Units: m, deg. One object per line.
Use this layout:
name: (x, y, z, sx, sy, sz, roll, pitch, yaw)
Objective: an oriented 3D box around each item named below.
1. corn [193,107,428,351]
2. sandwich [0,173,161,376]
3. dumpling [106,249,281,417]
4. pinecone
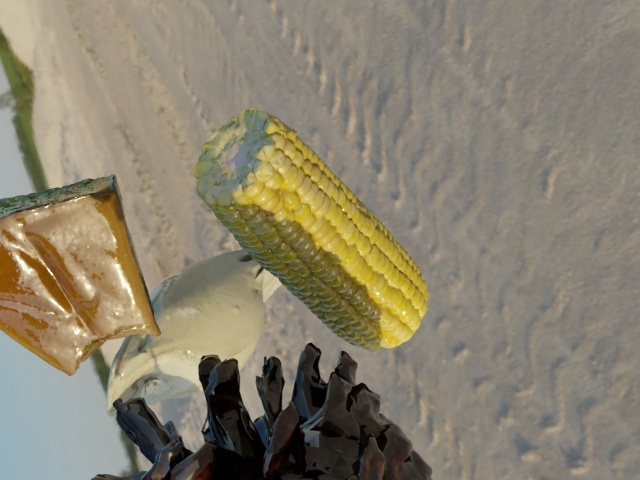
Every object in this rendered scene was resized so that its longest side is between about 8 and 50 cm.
corn: (0.000, 0.000, 0.689, 0.244, 0.093, 0.093, 47, -177, -40)
sandwich: (-0.319, 0.057, 0.991, 0.063, 0.245, 0.212, -111, 8, -70)
dumpling: (-0.194, 0.155, 1.331, 0.260, 0.181, 0.341, -59, 7, 45)
pinecone: (-0.028, 0.212, 0.544, 0.296, 0.242, 0.298, 54, 180, 13)
